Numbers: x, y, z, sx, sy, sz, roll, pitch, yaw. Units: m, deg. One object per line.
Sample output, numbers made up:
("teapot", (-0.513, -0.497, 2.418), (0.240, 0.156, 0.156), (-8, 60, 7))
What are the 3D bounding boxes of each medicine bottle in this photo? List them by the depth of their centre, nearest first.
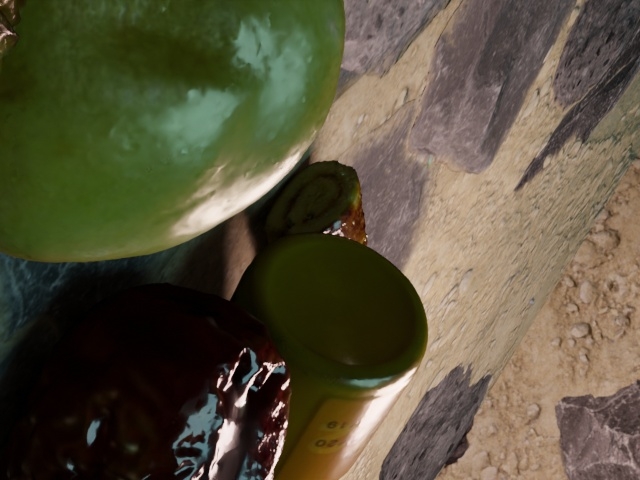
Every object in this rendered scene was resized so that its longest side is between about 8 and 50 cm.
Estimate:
("medicine bottle", (-0.041, 0.187, 1.661), (0.224, 0.224, 0.384), (-37, 162, -44))

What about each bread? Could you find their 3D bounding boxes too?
("bread", (0.000, 0.000, 1.716), (0.132, 0.103, 0.172), (-55, 156, -30))

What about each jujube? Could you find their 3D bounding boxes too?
("jujube", (-0.183, 0.235, 1.414), (0.376, 0.276, 0.276), (-65, 158, 11))

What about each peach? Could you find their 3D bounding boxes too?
("peach", (-0.152, -0.149, 0.932), (0.281, 0.314, 0.315), (-156, -116, -72))

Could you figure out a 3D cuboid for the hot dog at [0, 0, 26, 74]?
("hot dog", (-0.288, -0.114, 0.696), (0.122, 0.272, 0.196), (-97, -153, -43))
